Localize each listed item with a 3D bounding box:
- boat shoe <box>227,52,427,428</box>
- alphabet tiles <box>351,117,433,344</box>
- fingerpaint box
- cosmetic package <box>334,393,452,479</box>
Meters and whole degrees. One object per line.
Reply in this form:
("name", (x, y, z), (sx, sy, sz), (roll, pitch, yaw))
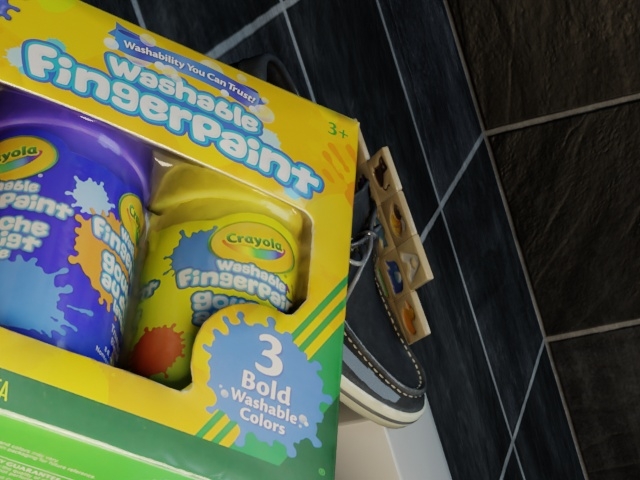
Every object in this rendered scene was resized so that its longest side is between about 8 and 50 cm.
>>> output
("boat shoe", (0.000, 0.000, 1.792), (0.500, 0.156, 0.187), (59, 22, -4))
("alphabet tiles", (0.052, 0.010, 1.949), (0.285, 0.011, 0.342), (72, -22, 9))
("fingerpaint box", (-0.204, 0.005, 1.064), (0.445, 0.163, 0.371), (23, 47, -19))
("cosmetic package", (0.090, 0.366, 1.973), (0.197, 0.155, 0.365), (-43, 117, -65))
